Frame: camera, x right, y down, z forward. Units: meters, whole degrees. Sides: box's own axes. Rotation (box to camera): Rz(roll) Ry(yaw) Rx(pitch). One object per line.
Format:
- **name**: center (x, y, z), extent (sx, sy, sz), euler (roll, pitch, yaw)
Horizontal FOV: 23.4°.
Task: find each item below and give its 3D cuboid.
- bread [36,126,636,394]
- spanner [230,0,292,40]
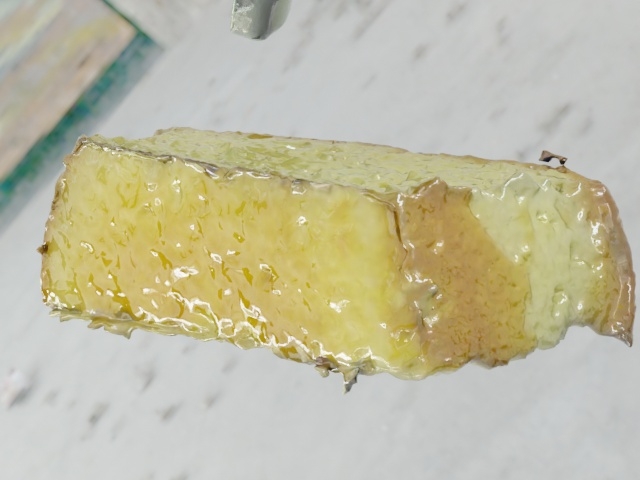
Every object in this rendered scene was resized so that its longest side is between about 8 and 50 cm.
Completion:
- **bread**: center (0.000, 0.000, 0.483), extent (0.187, 0.103, 0.065), euler (12, 103, 35)
- **spanner**: center (-0.015, -0.171, 0.443), extent (0.325, 0.096, 0.040), euler (115, 177, -57)
